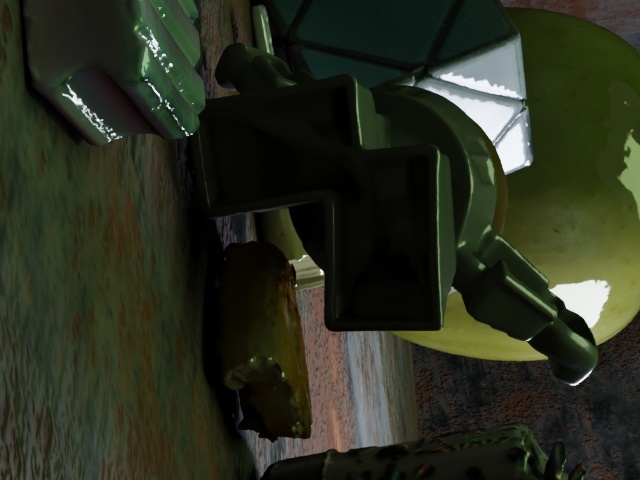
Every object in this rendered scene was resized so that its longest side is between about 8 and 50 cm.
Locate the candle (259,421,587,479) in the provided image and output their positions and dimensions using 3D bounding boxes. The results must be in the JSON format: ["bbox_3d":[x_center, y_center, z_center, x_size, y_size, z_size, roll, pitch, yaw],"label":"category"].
[{"bbox_3d":[0.114,0.226,1.228,0.187,0.330,0.187,-10,90,-78],"label":"candle"}]

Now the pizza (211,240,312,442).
[{"bbox_3d":[-0.039,0.082,1.207,0.182,0.062,0.161,-99,171,-53],"label":"pizza"}]

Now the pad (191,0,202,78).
[{"bbox_3d":[-0.104,-0.206,1.159,0.245,0.006,0.170,75,10,-58],"label":"pad"}]

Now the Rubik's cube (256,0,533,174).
[{"bbox_3d":[0.071,-0.165,1.673,0.207,0.205,0.205,77,-11,-55],"label":"Rubik's cube"}]

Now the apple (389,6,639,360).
[{"bbox_3d":[0.211,-0.068,2.121,0.473,0.473,0.474,-7,90,-85],"label":"apple"}]

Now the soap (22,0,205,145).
[{"bbox_3d":[-0.095,-0.099,0.818,0.149,0.056,0.100,57,28,-77],"label":"soap"}]

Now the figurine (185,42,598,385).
[{"bbox_3d":[0.049,-0.025,1.211,0.343,0.167,0.285,62,16,8],"label":"figurine"}]

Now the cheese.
[{"bbox_3d":[-0.035,-0.077,1.498,0.127,0.050,0.255,-64,145,-78],"label":"cheese"}]
